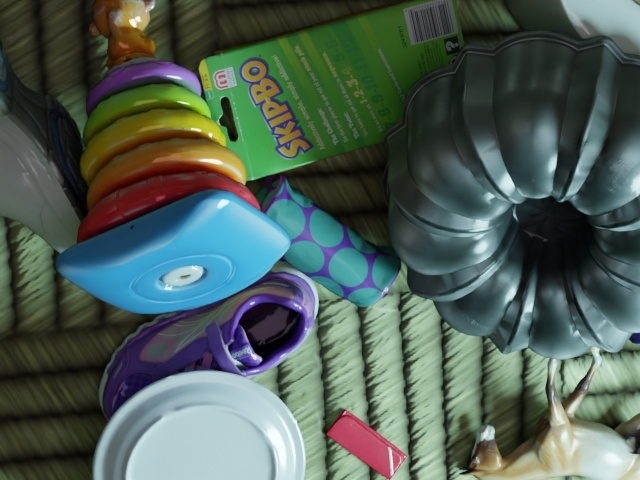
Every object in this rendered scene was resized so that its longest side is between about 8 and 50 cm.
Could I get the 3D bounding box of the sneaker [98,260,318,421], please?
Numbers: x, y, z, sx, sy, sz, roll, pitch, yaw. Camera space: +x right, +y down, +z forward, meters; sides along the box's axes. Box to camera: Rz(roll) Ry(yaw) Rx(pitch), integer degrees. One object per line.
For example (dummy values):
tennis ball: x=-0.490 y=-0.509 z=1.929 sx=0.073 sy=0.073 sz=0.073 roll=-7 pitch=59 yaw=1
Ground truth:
sneaker: x=-0.100 y=0.105 z=1.730 sx=0.236 sy=0.104 sz=0.095 roll=-32 pitch=107 yaw=-5

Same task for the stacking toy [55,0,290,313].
stacking toy: x=-0.154 y=-0.098 z=1.637 sx=0.175 sy=0.166 sz=0.302 roll=-23 pitch=65 yaw=16

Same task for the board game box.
board game box: x=0.016 y=-0.145 z=1.741 sx=0.259 sy=0.039 sz=0.124 roll=-17 pitch=103 yaw=-17

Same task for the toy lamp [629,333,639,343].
toy lamp: x=0.250 y=-0.017 z=1.808 sx=0.080 sy=0.080 sz=0.275 roll=-46 pitch=107 yaw=-2

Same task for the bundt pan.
bundt pan: x=0.207 y=-0.020 z=1.687 sx=0.331 sy=0.124 sz=0.331 roll=7 pitch=128 yaw=9

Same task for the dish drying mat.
dish drying mat: x=0.047 y=0.203 z=1.834 sx=0.083 sy=0.008 sz=0.032 roll=38 pitch=91 yaw=-17

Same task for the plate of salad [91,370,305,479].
plate of salad: x=-0.113 y=0.209 z=1.717 sx=0.200 sy=0.048 sz=0.200 roll=-4 pitch=110 yaw=-11

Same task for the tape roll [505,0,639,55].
tape roll: x=0.300 y=-0.279 z=1.724 sx=0.246 sy=0.169 sz=0.246 roll=-3 pitch=101 yaw=-14

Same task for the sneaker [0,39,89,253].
sneaker: x=-0.296 y=-0.086 z=1.626 sx=0.129 sy=0.111 sz=0.297 roll=-23 pitch=132 yaw=14

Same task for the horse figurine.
horse figurine: x=0.289 y=0.189 z=1.856 sx=0.263 sy=0.066 sz=0.174 roll=11 pitch=109 yaw=-21

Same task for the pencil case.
pencil case: x=0.000 y=0.000 z=1.756 sx=0.151 sy=0.064 sz=0.070 roll=35 pitch=52 yaw=-16
